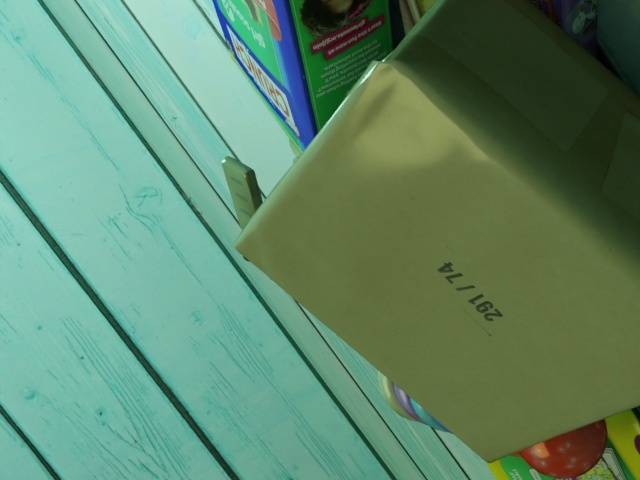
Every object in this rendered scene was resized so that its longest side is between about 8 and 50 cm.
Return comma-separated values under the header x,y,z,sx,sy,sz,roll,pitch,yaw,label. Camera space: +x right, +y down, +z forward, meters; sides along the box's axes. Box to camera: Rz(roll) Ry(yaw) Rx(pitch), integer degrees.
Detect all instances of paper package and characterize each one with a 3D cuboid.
x,y,z,sx,sy,sz,roll,pitch,yaw,label
0.137,-0.001,0.689,0.325,0.168,0.309,41,142,-3,paper package

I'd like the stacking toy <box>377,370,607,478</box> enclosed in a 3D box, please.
x,y,z,sx,sy,sz,roll,pitch,yaw,label
0.192,0.173,0.924,0.141,0.141,0.330,57,164,-15,stacking toy

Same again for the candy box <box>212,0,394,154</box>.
x,y,z,sx,sy,sz,roll,pitch,yaw,label
-0.034,-0.263,0.890,0.268,0.122,0.317,54,169,35,candy box

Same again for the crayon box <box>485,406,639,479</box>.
x,y,z,sx,sy,sz,roll,pitch,yaw,label
0.372,0.329,0.945,0.363,0.106,0.313,58,154,9,crayon box

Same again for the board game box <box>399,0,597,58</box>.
x,y,z,sx,sy,sz,roll,pitch,yaw,label
0.150,-0.193,0.731,0.208,0.056,0.346,35,157,37,board game box

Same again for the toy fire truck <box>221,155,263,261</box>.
x,y,z,sx,sy,sz,roll,pitch,yaw,label
0.000,0.000,0.964,0.217,0.158,0.246,7,180,38,toy fire truck

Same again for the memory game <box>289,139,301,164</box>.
x,y,z,sx,sy,sz,roll,pitch,yaw,label
0.003,-0.093,1.197,0.186,0.012,0.186,53,158,32,memory game
